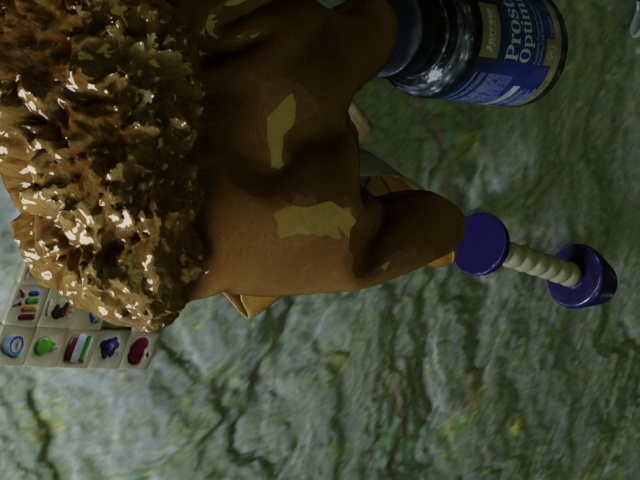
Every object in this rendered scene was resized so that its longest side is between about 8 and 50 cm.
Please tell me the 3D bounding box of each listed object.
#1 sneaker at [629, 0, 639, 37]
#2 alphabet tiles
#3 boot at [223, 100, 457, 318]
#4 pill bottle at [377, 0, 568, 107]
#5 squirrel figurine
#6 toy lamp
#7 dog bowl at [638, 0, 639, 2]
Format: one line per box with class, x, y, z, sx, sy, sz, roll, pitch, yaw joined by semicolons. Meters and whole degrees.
sneaker;0.369;-0.307;2.130;0.094;0.080;0.212;-28;136;-18
alphabet tiles;-0.187;0.008;1.758;0.198;0.009;0.237;7;109;-50
boot;0.000;0.000;1.905;0.211;0.104;0.295;-47;137;-6
pill bottle;0.130;-0.194;1.885;0.219;0.123;0.122;1;114;-48
squirrel figurine;-0.102;-0.143;1.539;0.397;0.281;0.370;-23;122;-39
toy lamp;0.251;0.026;2.218;0.275;0.080;0.080;20;99;-51
dog bowl;0.337;-0.420;1.770;0.150;0.408;0.408;17;101;-34
